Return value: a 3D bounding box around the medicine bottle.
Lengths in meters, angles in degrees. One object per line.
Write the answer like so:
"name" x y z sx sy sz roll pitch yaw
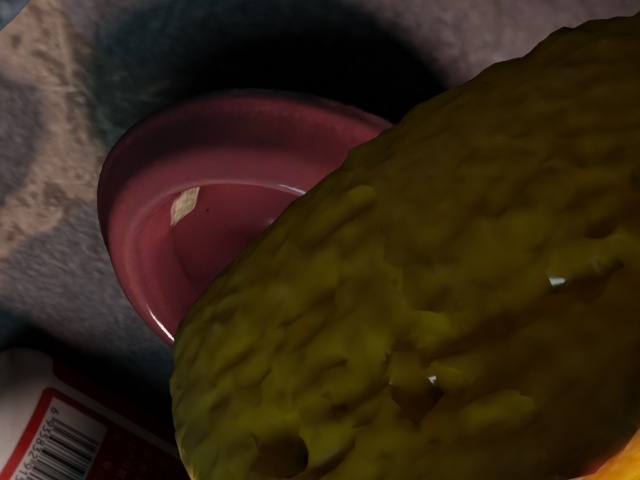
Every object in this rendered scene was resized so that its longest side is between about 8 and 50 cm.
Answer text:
"medicine bottle" -0.117 0.176 0.864 0.250 0.131 0.131 34 140 -17

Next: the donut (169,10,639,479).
"donut" 0.127 0.092 0.529 0.377 0.163 0.435 -18 140 -20

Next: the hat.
"hat" 0.000 0.000 0.640 0.205 0.089 0.205 14 139 13

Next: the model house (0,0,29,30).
"model house" -0.086 -0.212 0.307 0.226 0.241 0.261 -9 133 34
